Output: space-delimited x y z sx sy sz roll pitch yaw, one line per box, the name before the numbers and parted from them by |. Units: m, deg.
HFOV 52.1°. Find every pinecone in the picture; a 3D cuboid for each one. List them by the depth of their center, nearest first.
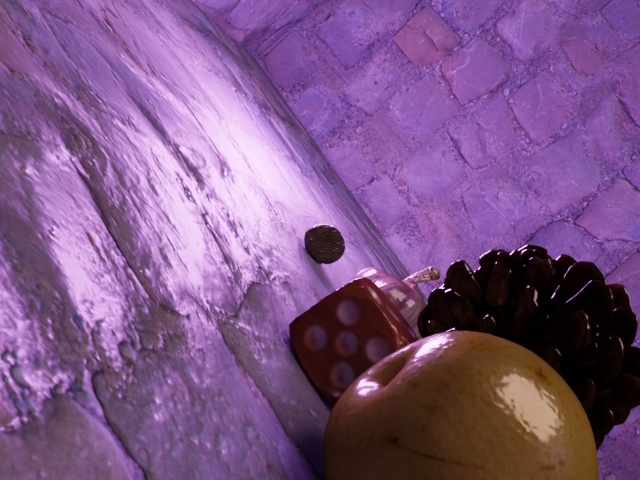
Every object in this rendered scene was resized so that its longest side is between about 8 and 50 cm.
pinecone | 0.353 0.190 1.142 0.398 0.398 0.398 51 11 -13

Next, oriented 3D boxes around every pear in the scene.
pear | 0.181 0.286 0.861 0.348 0.348 0.348 51 11 -13

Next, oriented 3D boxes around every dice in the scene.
dice | 0.060 0.178 1.168 0.179 0.175 0.174 52 10 15

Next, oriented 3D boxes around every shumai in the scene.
shumai | 0.001 -0.001 1.746 0.124 0.099 0.087 49 -6 -31

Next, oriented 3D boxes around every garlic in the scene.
garlic | 0.221 0.150 1.757 0.245 0.253 0.245 52 -7 9
